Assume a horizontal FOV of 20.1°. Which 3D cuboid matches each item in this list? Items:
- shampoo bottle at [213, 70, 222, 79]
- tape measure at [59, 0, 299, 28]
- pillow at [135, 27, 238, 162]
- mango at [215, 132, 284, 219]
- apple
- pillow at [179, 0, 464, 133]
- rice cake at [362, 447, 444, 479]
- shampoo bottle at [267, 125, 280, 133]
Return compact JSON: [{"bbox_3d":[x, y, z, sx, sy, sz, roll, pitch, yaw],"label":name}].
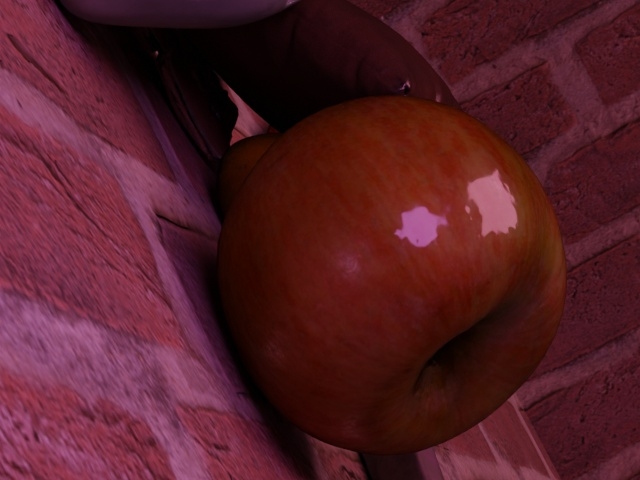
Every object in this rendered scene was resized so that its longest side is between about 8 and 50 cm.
[{"bbox_3d":[-0.095,-0.239,1.992,0.085,0.085,0.262,57,9,-26],"label":"shampoo bottle"},{"bbox_3d":[-0.099,-0.272,1.419,0.246,0.243,0.125,-107,-167,-51],"label":"tape measure"},{"bbox_3d":[-0.135,-0.183,1.612,0.126,0.043,0.232,-95,162,-65],"label":"pillow"},{"bbox_3d":[0.005,-0.001,1.528,0.221,0.151,0.120,58,30,-5],"label":"mango"},{"bbox_3d":[0.046,0.016,1.333,0.264,0.264,0.264,59,7,-13],"label":"apple"},{"bbox_3d":[0.010,-0.139,1.564,0.305,0.108,0.308,32,-6,30],"label":"pillow"},{"bbox_3d":[0.064,0.168,1.610,0.070,0.064,0.399,48,14,-37],"label":"rice cake"},{"bbox_3d":[-0.006,-0.110,2.133,0.118,0.076,0.314,59,7,-5],"label":"shampoo bottle"}]
